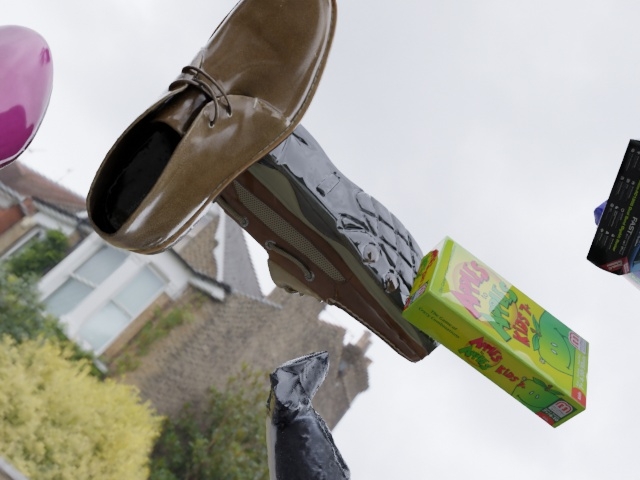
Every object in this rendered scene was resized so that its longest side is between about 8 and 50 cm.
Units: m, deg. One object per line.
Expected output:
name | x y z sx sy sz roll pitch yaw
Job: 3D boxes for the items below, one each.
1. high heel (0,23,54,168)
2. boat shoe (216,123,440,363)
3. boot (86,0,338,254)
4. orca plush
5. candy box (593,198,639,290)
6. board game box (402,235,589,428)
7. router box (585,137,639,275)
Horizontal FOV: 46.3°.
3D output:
high heel | -0.302 -0.112 0.512 0.127 0.377 0.181 7 -49 7
boat shoe | 0.000 0.000 0.798 0.324 0.122 0.120 49 -57 2
boot | -0.087 -0.116 0.644 0.112 0.305 0.115 36 -2 4
orca plush | 0.022 0.211 0.452 0.151 0.102 0.287 154 -69 -75
candy box | 0.498 -0.020 0.767 0.268 0.317 0.122 55 -1 45
board game box | 0.170 0.085 0.708 0.181 0.092 0.043 37 -51 -6
router box | 0.301 -0.033 0.685 0.038 0.092 0.122 35 -57 42
